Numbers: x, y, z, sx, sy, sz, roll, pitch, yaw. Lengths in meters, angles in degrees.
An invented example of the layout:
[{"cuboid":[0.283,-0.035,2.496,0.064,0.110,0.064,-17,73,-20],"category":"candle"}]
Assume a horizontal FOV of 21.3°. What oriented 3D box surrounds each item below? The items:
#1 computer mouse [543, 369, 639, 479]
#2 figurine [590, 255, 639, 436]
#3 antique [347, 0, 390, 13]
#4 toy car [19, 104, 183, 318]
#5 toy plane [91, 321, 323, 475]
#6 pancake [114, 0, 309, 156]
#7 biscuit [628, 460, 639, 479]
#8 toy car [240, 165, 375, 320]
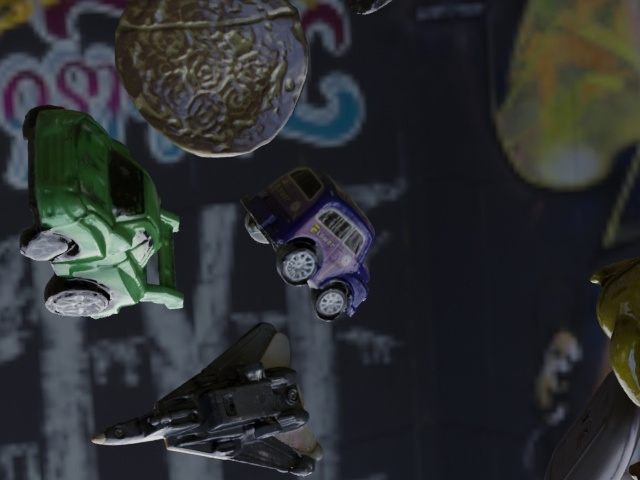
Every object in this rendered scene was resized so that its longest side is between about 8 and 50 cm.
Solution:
[{"cuboid":[0.303,0.224,1.847,0.057,0.232,0.120,22,-139,-4],"category":"computer mouse"},{"cuboid":[0.351,0.133,1.517,0.169,0.326,0.218,9,145,-21],"category":"figurine"},{"cuboid":[0.041,-0.404,1.740,0.185,0.255,0.322,-21,-143,11],"category":"antique"},{"cuboid":[-0.296,-0.032,2.298,0.176,0.213,0.358,-5,152,2],"category":"toy car"},{"cuboid":[-0.138,0.210,2.083,0.103,0.204,0.316,-28,164,39],"category":"toy plane"},{"cuboid":[-0.135,-0.218,2.097,0.250,0.250,0.031,-2,-158,13],"category":"pancake"},{"cuboid":[0.407,0.263,1.986,0.092,0.016,0.082,-42,-143,-19],"category":"biscuit"},{"cuboid":[0.000,0.000,2.634,0.158,0.235,0.172,-41,-146,2],"category":"toy car"}]
